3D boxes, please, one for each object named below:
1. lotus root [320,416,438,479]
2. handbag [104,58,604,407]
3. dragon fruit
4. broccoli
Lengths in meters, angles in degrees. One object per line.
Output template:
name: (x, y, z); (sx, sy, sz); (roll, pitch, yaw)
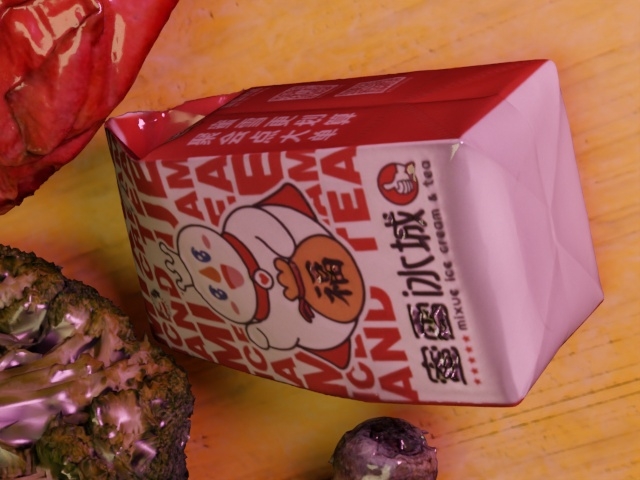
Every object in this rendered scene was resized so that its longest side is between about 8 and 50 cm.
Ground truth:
lotus root: (-0.023, 0.266, 1.065); (0.175, 0.175, 0.349); (37, 117, 8)
handbag: (0.000, 0.000, 0.977); (0.298, 0.151, 0.171); (-3, 112, 30)
dragon fruit: (-0.212, -0.137, 0.976); (0.205, 0.152, 0.317); (26, 122, -21)
broccoli: (-0.235, 0.158, 1.049); (0.304, 0.283, 0.321); (-56, 48, 14)
